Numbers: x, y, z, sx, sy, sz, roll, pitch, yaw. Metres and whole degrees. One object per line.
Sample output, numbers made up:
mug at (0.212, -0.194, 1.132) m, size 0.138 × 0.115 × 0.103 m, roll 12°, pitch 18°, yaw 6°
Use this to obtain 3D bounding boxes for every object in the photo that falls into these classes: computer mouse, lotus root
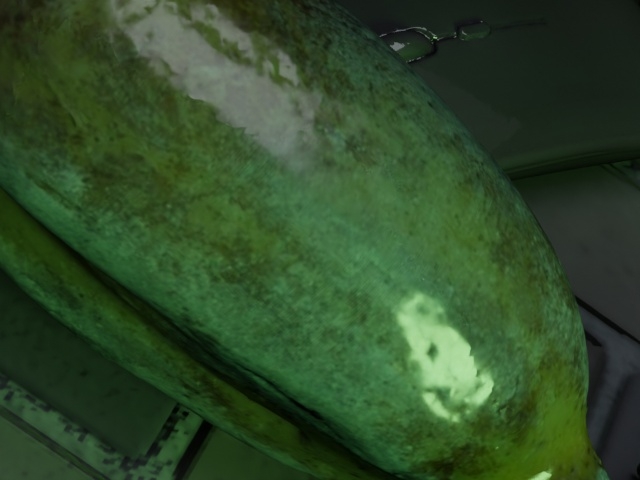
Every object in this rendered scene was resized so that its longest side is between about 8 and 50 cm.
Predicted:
computer mouse at (0.076, -0.079, 0.851) m, size 0.232 × 0.057 × 0.120 m, roll -10°, pitch 63°, yaw -37°
lotus root at (0.000, 0.000, 0.677) m, size 0.322 × 0.158 × 0.140 m, roll 39°, pitch 65°, yaw -11°

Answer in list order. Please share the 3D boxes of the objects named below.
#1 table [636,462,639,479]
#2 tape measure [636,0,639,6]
table at (0.159, 0.126, 0.748) m, size 0.079 × 0.062 × 0.083 m, roll 35°, pitch 46°, yaw -6°
tape measure at (0.220, -0.111, 0.956) m, size 0.118 × 0.074 × 0.125 m, roll -21°, pitch 66°, yaw -35°
